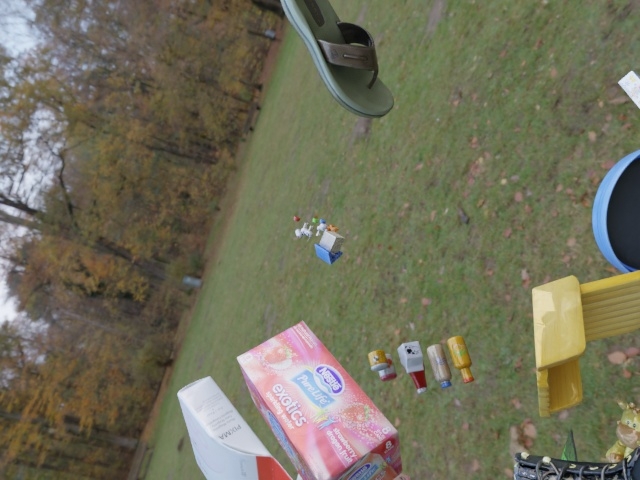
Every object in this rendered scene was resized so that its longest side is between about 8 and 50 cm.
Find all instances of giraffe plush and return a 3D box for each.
[{"bbox_3d":[0.871,0.530,1.426,0.181,0.170,0.210,-1,47,40],"label":"giraffe plush"}]

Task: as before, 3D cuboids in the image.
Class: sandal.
[{"bbox_3d":[0.042,-0.342,0.926,0.086,0.303,0.120,-13,38,43],"label":"sandal"}]

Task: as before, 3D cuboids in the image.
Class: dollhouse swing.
[{"bbox_3d":[0.730,0.284,1.389,0.347,0.304,0.315,62,-148,-47],"label":"dollhouse swing"}]

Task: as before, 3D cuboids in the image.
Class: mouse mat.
[{"bbox_3d":[0.454,0.466,0.969,0.190,0.007,0.153,-48,-35,-60],"label":"mouse mat"}]

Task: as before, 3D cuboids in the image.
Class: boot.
[{"bbox_3d":[0.296,0.262,0.562,0.178,0.236,0.085,-2,47,31],"label":"boot"}]

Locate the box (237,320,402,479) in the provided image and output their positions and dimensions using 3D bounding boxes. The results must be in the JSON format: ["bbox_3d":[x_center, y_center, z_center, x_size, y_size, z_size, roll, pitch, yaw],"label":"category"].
[{"bbox_3d":[-0.007,0.306,0.932,0.300,0.154,0.142,43,152,44],"label":"box"}]

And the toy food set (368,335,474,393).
[{"bbox_3d":[0.224,0.297,1.200,0.111,0.232,0.105,112,149,-59],"label":"toy food set"}]

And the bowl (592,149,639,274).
[{"bbox_3d":[0.941,-0.074,1.456,0.077,0.390,0.391,-143,72,-79],"label":"bowl"}]

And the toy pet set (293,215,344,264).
[{"bbox_3d":[0.000,0.000,1.199,0.114,0.122,0.065,32,106,31],"label":"toy pet set"}]

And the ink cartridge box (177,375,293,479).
[{"bbox_3d":[-0.100,0.318,0.695,0.232,0.066,0.189,42,144,39],"label":"ink cartridge box"}]

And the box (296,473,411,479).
[{"bbox_3d":[0.059,0.554,1.104,0.127,0.232,0.149,-45,-29,-74],"label":"box"}]

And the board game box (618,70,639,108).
[{"bbox_3d":[0.549,-0.195,0.831,0.026,0.103,0.154,-47,46,39],"label":"board game box"}]
